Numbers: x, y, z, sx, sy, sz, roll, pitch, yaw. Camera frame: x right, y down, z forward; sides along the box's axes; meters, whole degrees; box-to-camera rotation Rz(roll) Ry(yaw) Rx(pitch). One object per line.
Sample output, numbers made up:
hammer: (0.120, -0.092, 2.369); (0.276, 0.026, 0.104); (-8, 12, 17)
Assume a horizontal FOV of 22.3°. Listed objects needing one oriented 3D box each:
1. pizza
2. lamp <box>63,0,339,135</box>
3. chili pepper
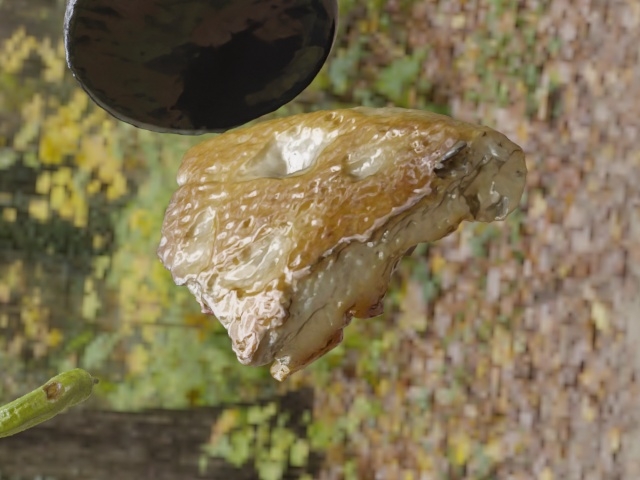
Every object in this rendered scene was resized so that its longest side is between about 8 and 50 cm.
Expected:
pizza: (0.000, 0.000, 0.704); (0.062, 0.182, 0.161); (61, -142, -29)
lamp: (-0.022, -0.226, 0.707); (0.130, 0.108, 0.371); (43, -130, -45)
chili pepper: (-0.332, 0.190, 1.780); (0.049, 0.208, 0.043); (38, 144, 49)
